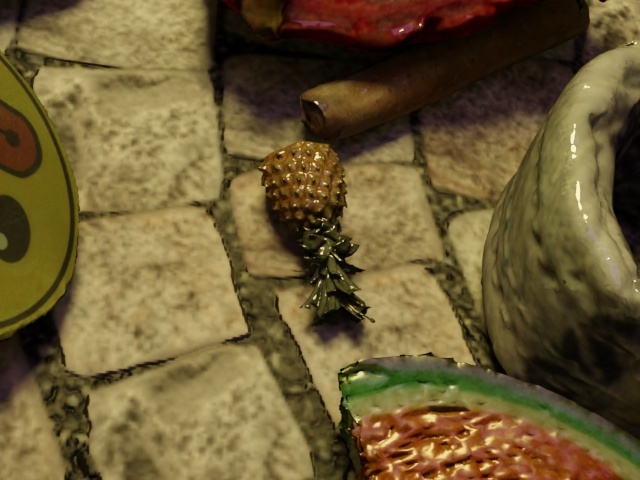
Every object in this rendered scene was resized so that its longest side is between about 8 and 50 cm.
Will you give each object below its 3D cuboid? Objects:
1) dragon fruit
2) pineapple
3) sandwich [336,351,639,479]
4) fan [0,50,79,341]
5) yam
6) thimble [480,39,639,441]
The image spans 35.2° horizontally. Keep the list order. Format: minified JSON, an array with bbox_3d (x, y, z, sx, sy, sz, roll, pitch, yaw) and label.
[{"bbox_3d":[0.078,-0.240,0.689,0.330,0.240,0.302,20,69,6],"label":"dragon fruit"},{"bbox_3d":[0.000,0.000,0.642,0.058,0.058,0.124,-11,76,-20],"label":"pineapple"},{"bbox_3d":[0.112,0.158,0.556,0.235,0.079,0.159,11,67,-3],"label":"sandwich"},{"bbox_3d":[-0.217,-0.086,0.544,0.229,0.011,0.335,30,45,-47],"label":"fan"},{"bbox_3d":[0.094,-0.131,0.741,0.264,0.046,0.046,-26,68,-26],"label":"yam"},{"bbox_3d":[0.220,0.002,0.627,0.217,0.157,0.245,32,56,9],"label":"thimble"}]
